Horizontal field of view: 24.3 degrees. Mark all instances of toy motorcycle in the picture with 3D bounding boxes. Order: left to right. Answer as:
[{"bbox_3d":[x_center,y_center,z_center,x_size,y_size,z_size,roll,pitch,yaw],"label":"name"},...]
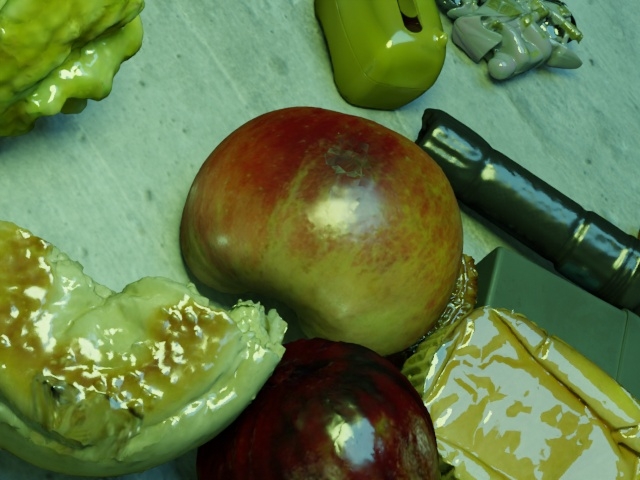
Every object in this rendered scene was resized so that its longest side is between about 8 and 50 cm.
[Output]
[{"bbox_3d":[0.244,-0.266,1.910,0.225,0.073,0.152,12,58,-27],"label":"toy motorcycle"}]

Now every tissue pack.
[{"bbox_3d":[0.073,-0.255,1.750,0.123,0.127,0.178,0,62,-32],"label":"tissue pack"}]

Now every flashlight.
[{"bbox_3d":[0.281,-0.010,1.736,0.424,0.103,0.103,34,48,-2],"label":"flashlight"}]

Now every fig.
[{"bbox_3d":[0.007,0.215,1.351,0.224,0.224,0.263,-9,70,-38],"label":"fig"}]

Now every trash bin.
[{"bbox_3d":[0.262,0.131,1.660,0.236,0.101,0.176,30,52,-12],"label":"trash bin"}]

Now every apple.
[{"bbox_3d":[0.012,-0.039,1.486,0.293,0.163,0.251,29,51,11],"label":"apple"}]

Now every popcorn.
[{"bbox_3d":[-0.284,-0.236,1.393,0.247,0.282,0.282,-5,65,-51],"label":"popcorn"}]

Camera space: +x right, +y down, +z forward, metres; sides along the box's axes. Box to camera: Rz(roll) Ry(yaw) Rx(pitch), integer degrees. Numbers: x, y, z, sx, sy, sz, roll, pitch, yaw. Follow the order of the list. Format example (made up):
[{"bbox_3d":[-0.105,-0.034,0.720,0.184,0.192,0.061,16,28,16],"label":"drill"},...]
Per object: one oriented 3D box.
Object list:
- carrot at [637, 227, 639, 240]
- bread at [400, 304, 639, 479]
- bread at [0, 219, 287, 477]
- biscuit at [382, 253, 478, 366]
[{"bbox_3d":[0.407,0.057,1.832,0.061,0.061,0.209,31,56,-15],"label":"carrot"},{"bbox_3d":[0.204,0.204,1.490,0.288,0.156,0.204,30,70,-5],"label":"bread"},{"bbox_3d":[-0.198,0.112,1.298,0.314,0.171,0.192,15,74,-5],"label":"bread"},{"bbox_3d":[0.079,0.072,1.580,0.206,0.025,0.126,-7,72,-16],"label":"biscuit"}]
